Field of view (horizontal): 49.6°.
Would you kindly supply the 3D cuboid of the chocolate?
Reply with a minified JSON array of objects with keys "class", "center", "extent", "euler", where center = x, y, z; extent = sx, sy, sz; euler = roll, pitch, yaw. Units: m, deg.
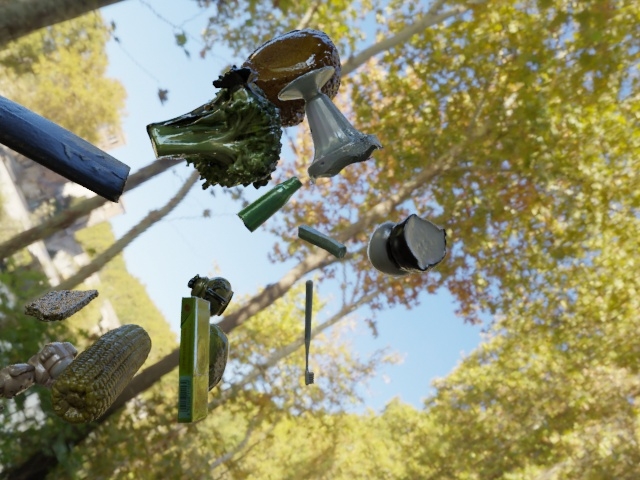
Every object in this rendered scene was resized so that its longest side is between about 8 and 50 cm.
[{"class":"chocolate","center":[-0.199,-0.155,2.802],"extent":[0.110,0.291,0.110],"euler":[52,-3,4]}]

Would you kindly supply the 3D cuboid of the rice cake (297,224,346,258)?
[{"class":"rice cake","center":[0.000,0.000,2.202],"extent":[0.245,0.042,0.045],"euler":[27,-62,52]}]

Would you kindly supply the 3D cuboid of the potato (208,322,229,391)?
[{"class":"potato","center":[-0.392,0.406,2.366],"extent":[0.197,0.148,0.229],"euler":[140,-35,-61]}]

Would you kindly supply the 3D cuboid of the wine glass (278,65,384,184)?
[{"class":"wine glass","center":[0.011,-0.232,1.392],"extent":[0.197,0.164,0.165],"euler":[62,-20,3]}]

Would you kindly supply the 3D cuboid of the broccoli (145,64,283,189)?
[{"class":"broccoli","center":[-0.202,-0.209,1.300],"extent":[0.263,0.243,0.247],"euler":[48,-37,49]}]

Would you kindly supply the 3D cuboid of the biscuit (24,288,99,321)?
[{"class":"biscuit","center":[-0.626,0.156,1.642],"extent":[0.237,0.131,0.026],"euler":[-79,165,-79]}]

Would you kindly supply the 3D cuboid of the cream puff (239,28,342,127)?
[{"class":"cream puff","center":[-0.081,-0.437,1.921],"extent":[0.303,0.303,0.212],"euler":[45,-17,43]}]

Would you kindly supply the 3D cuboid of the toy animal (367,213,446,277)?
[{"class":"toy animal","center":[0.248,0.024,2.077],"extent":[0.187,0.165,0.235],"euler":[27,-20,-22]}]

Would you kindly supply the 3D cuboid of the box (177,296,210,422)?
[{"class":"box","center":[-0.351,0.330,1.936],"extent":[0.187,0.047,0.335],"euler":[65,25,-80]}]

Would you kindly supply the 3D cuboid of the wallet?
[{"class":"wallet","center":[-0.486,-0.180,1.214],"extent":[0.321,0.044,0.170],"euler":[29,16,-21]}]

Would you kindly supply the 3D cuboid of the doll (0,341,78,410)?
[{"class":"doll","center":[-0.826,0.388,1.971],"extent":[0.119,0.278,0.154],"euler":[42,-46,20]}]

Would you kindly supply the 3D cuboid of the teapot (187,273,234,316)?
[{"class":"teapot","center":[-0.451,0.211,2.775],"extent":[0.182,0.173,0.269],"euler":[33,-9,-13]}]

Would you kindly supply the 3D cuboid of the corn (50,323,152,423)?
[{"class":"corn","center":[-0.479,0.284,1.552],"extent":[0.344,0.131,0.131],"euler":[-69,140,-74]}]

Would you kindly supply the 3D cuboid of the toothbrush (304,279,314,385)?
[{"class":"toothbrush","center":[-0.037,0.300,2.258],"extent":[0.025,0.030,0.343],"euler":[173,-83,-67]}]
